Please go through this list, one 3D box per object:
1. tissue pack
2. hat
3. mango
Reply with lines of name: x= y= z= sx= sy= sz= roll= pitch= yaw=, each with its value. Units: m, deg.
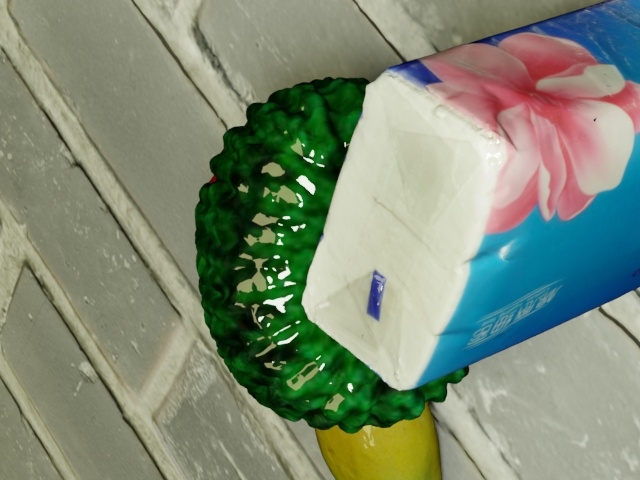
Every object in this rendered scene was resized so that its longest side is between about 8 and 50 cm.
tissue pack: x=0.140 y=-0.031 z=0.878 sx=0.137 sy=0.270 sz=0.209 roll=44 pitch=134 yaw=28
hat: x=0.000 y=0.000 z=1.153 sx=0.332 sy=0.242 sz=0.274 roll=-155 pitch=75 yaw=-71
mango: x=0.056 y=0.184 z=1.248 sx=0.130 sy=0.092 sz=0.194 roll=-17 pitch=102 yaw=52
